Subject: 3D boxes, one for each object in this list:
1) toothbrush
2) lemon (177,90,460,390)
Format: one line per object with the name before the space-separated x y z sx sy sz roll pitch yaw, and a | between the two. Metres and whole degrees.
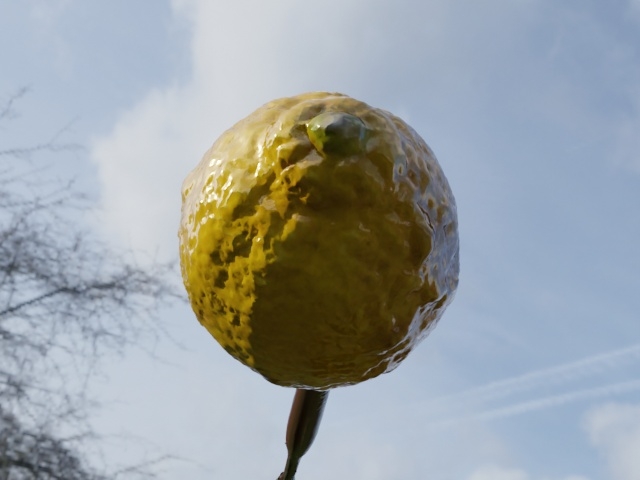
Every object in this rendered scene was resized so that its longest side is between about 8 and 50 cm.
toothbrush | -0.019 0.209 1.081 0.040 0.041 0.364 11 -40 -2
lemon | 0.000 0.000 0.463 0.142 0.142 0.187 8 -32 4
